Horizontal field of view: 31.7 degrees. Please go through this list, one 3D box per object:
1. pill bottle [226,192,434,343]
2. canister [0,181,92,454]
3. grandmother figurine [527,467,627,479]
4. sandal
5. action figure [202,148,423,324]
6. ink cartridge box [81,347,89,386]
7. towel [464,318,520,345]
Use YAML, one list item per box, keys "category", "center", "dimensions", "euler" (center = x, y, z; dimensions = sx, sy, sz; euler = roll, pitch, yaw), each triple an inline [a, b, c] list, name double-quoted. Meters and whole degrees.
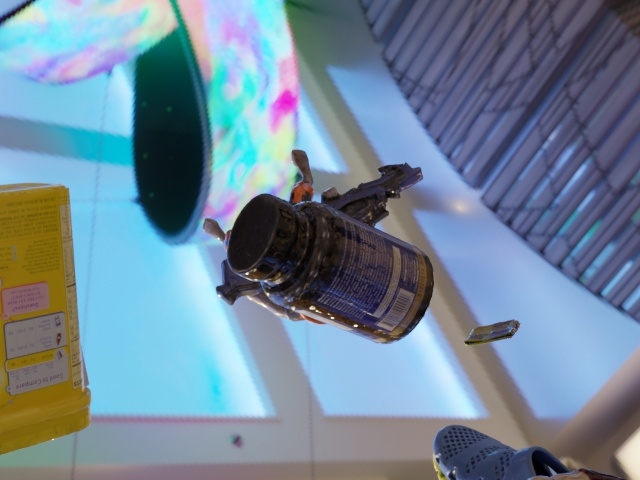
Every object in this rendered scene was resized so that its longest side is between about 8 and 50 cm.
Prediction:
- category: "pill bottle"
  center: [0.011, 0.029, 1.255]
  dimensions: [0.219, 0.123, 0.123]
  euler: [24, -148, -33]
- category: "canister"
  center: [-0.220, 0.050, 0.759]
  dimensions: [0.073, 0.170, 0.126]
  euler: [5, -169, 43]
- category: "grandmother figurine"
  center: [0.197, 0.237, 0.718]
  dimensions: [0.342, 0.104, 0.208]
  euler: [-27, -76, -47]
- category: "sandal"
  center: [0.295, 0.338, 1.592]
  dimensions: [0.317, 0.138, 0.126]
  euler: [26, -139, 34]
- category: "action figure"
  center: [0.000, 0.000, 1.682]
  dimensions: [0.330, 0.341, 0.179]
  euler: [58, 174, 50]
- category: "ink cartridge box"
  center: [-0.377, 0.150, 1.621]
  dimensions: [0.052, 0.122, 0.088]
  euler: [-16, -167, -24]
- category: "towel"
  center: [0.198, 0.106, 1.304]
  dimensions: [0.083, 0.060, 0.009]
  euler: [-22, -82, -73]
